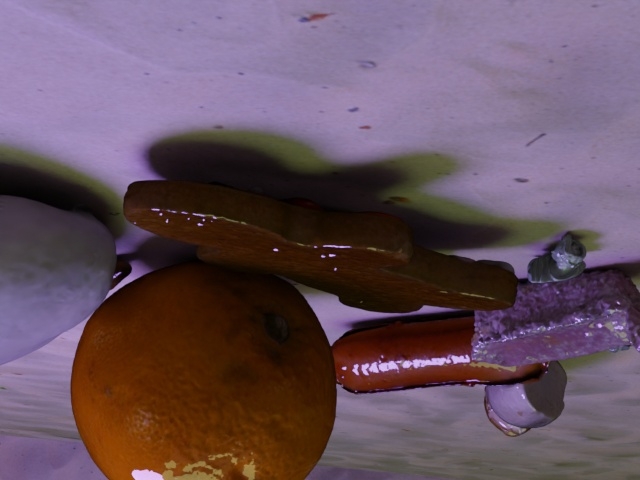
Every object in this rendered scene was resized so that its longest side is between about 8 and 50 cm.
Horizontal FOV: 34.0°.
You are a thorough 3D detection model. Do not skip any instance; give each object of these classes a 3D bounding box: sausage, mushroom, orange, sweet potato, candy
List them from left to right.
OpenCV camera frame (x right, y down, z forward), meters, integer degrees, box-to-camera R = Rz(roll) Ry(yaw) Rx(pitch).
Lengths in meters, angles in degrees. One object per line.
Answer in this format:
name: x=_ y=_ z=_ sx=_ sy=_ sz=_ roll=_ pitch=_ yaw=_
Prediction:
candy: x=-0.423 y=0.057 z=1.109 sx=0.386 sy=0.186 sz=0.427 roll=4 pitch=166 yaw=-18
sweet potato: x=-0.285 y=0.052 z=1.281 sx=0.179 sy=0.044 sz=0.044 roll=-14 pitch=156 yaw=41
orange: x=-0.131 y=0.170 z=1.210 sx=0.312 sy=0.312 sz=0.312 roll=2 pitch=162 yaw=1
sausage: x=0.161 y=0.152 z=1.449 sx=0.330 sy=0.102 sz=0.102 roll=-8 pitch=159 yaw=30
mushroom: x=0.318 y=0.240 z=1.650 sx=0.128 sy=0.128 sz=0.350 roll=1 pitch=164 yaw=4

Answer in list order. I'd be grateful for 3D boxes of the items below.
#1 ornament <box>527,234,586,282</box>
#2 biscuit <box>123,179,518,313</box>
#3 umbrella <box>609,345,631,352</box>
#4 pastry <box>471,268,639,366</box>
ornament: x=0.257 y=0.026 z=1.134 sx=0.068 sy=0.041 sz=0.092 roll=-8 pitch=163 yaw=-42
biscuit: x=0.000 y=-0.001 z=1.045 sx=0.432 sy=0.064 sz=0.283 roll=19 pitch=164 yaw=-38
umbrella: x=0.384 y=0.119 z=1.374 sx=0.067 sy=0.062 sz=0.143 roll=30 pitch=177 yaw=18
pastry: x=0.294 y=0.093 z=1.240 sx=0.265 sy=0.112 sz=0.103 roll=-6 pitch=153 yaw=44
